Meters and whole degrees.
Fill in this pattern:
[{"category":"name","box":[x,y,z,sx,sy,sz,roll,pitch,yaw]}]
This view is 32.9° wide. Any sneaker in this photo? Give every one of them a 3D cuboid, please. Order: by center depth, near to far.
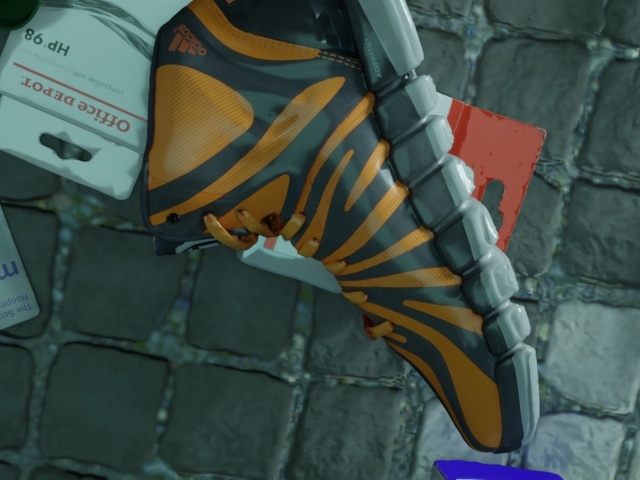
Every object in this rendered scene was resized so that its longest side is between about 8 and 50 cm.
[{"category":"sneaker","box":[0.000,0.000,0.636,0.180,0.124,0.321,-24,96,-4]}]

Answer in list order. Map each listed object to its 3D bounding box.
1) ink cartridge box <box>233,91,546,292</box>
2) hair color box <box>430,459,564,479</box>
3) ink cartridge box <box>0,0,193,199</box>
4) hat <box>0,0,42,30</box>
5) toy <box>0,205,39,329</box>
[{"category":"ink cartridge box","box":[0.049,-0.030,0.708,0.179,0.045,0.145,17,96,-7]},{"category":"hair color box","box":[0.113,0.338,0.701,0.110,0.185,0.339,10,98,-11]},{"category":"ink cartridge box","box":[-0.130,-0.120,0.660,0.104,0.060,0.180,23,95,-11]},{"category":"hat","box":[-0.267,-0.184,0.546,0.183,0.173,0.208,-25,72,-33]},{"category":"toy","box":[-0.268,-0.041,0.642,0.137,0.056,0.237,-21,97,-21]}]
